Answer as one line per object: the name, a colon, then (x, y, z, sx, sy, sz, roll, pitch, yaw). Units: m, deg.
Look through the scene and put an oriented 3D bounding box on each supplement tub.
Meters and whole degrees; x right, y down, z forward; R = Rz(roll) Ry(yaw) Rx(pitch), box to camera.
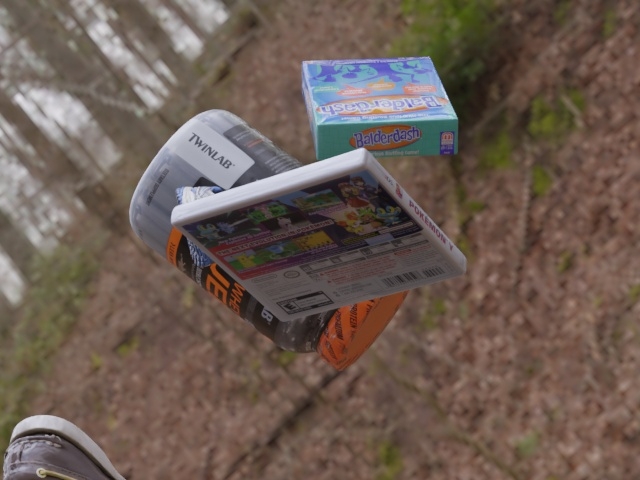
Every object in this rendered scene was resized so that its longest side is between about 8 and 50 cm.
supplement tub: (-0.059, 0.002, 2.059, 0.207, 0.338, 0.207, -49, -15, -18)

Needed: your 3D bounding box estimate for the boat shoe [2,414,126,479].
boat shoe: (-0.230, 0.330, 1.826, 0.116, 0.324, 0.097, -32, 28, 26)

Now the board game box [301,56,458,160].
board game box: (0.065, -0.156, 1.873, 0.160, 0.210, 0.047, -3, -63, -5)

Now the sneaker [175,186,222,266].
sneaker: (-0.108, -0.021, 1.603, 0.058, 0.135, 0.052, -12, -59, -7)

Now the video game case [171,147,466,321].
video game case: (0.000, 0.000, 1.436, 0.201, 0.023, 0.183, -15, -40, 29)
